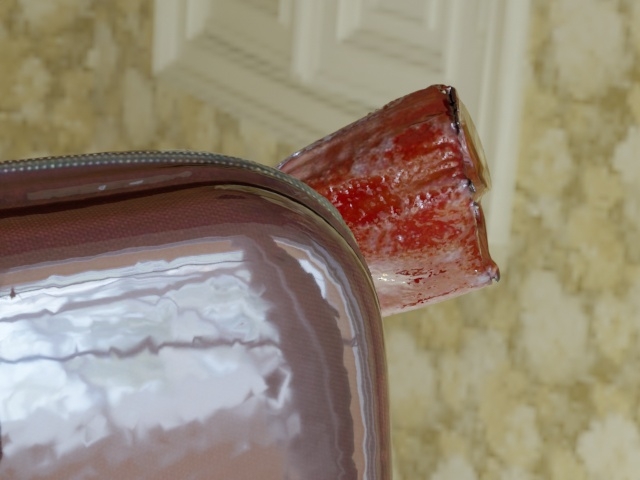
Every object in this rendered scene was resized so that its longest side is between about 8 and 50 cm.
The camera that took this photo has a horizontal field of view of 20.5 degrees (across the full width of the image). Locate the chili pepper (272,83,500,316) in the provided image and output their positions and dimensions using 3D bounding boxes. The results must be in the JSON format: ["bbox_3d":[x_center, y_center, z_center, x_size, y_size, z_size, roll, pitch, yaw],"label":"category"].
[{"bbox_3d":[0.000,0.000,1.210,0.253,0.136,0.144,-20,170,4],"label":"chili pepper"}]

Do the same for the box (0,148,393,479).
[{"bbox_3d":[-0.158,0.099,0.729,0.404,0.263,0.108,-8,-163,-22],"label":"box"}]
